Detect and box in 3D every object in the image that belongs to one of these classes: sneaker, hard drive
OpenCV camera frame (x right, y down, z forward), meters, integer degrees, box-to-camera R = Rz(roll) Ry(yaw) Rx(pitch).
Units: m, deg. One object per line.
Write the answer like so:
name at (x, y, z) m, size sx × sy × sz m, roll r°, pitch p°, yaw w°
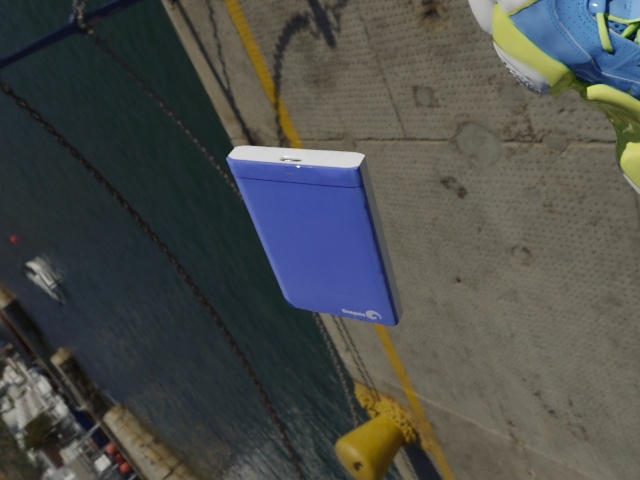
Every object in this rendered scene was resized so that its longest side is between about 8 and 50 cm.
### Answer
sneaker at (0.181, -0.101, 0.313) m, size 0.240 × 0.091 × 0.126 m, roll 33°, pitch 159°, yaw -27°
hard drive at (0.000, 0.000, 0.973) m, size 0.210 × 0.040 × 0.319 m, roll 8°, pitch 137°, yaw 27°
